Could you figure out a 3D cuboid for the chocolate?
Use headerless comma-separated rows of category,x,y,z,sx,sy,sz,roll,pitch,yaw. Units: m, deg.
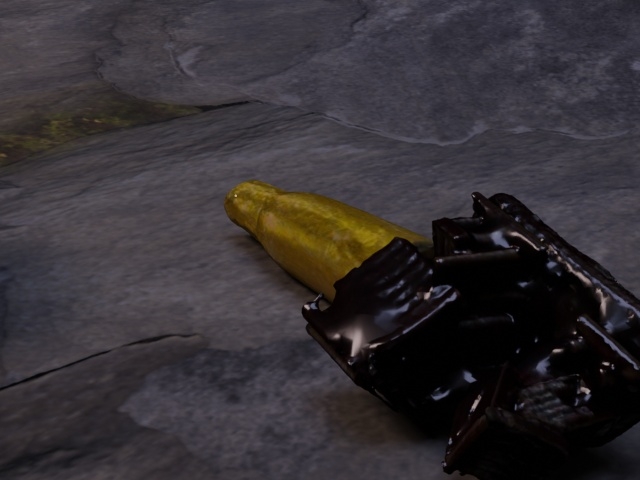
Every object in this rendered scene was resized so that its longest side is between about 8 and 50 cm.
chocolate,0.000,0.000,1.108,0.085,0.085,0.219,-12,28,-37

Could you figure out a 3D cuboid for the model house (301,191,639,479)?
model house,0.102,0.064,0.908,0.164,0.141,0.203,1,24,-38
